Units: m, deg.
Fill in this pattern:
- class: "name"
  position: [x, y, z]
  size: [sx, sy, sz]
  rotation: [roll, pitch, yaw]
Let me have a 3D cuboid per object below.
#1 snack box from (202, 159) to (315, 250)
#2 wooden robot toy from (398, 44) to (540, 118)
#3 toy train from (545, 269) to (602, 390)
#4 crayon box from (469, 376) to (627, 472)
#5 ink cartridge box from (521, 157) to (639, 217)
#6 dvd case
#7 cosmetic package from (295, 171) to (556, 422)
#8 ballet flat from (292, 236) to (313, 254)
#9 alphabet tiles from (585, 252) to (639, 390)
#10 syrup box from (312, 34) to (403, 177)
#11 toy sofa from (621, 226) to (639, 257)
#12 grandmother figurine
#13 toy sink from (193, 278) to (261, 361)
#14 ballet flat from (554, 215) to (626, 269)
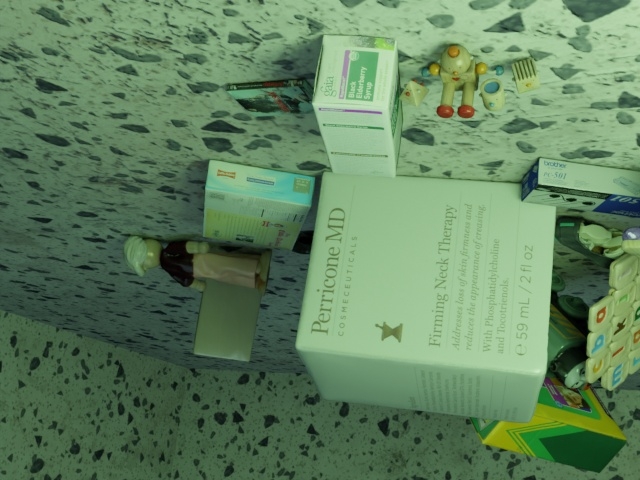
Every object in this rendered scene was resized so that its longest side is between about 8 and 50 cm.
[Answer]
- class: "snack box"
  position: [-0.123, -0.058, 1.725]
  size: [0.187, 0.060, 0.322]
  rotation: [9, 164, -6]
- class: "wooden robot toy"
  position: [0.172, -0.197, 1.104]
  size: [0.173, 0.076, 0.079]
  rotation: [1, 152, 18]
- class: "toy train"
  position: [0.461, 0.176, 1.885]
  size: [0.190, 0.334, 0.142]
  rotation: [-2, 128, -36]
- class: "crayon box"
  position: [0.409, 0.286, 1.900]
  size: [0.313, 0.363, 0.106]
  rotation: [18, 117, -26]
- class: "ink cartridge box"
  position: [0.426, -0.080, 1.433]
  size: [0.207, 0.046, 0.097]
  rotation: [8, 165, -2]
- class: "dvd case"
  position: [-0.060, -0.199, 1.292]
  size: [0.119, 0.013, 0.087]
  rotation: [-1, 162, 23]
- class: "cosmetic package"
  position: [0.192, 0.105, 1.607]
  size: [0.393, 0.330, 0.327]
  rotation: [4, 157, 11]
- class: "ballet flat"
  position: [0.000, 0.000, 1.927]
  size: [0.173, 0.049, 0.057]
  rotation: [-2, -155, 32]
- class: "alphabet tiles"
  position: [0.579, 0.139, 1.725]
  size: [0.278, 0.284, 0.021]
  rotation: [-27, -144, -33]
- class: "syrup box"
  position: [0.054, -0.168, 1.203]
  size: [0.096, 0.093, 0.237]
  rotation: [5, 164, 8]
- class: "toy sofa"
  position: [0.597, -0.018, 1.387]
  size: [0.177, 0.150, 0.362]
  rotation: [-1, 163, 40]
- class: "grandmother figurine"
  position: [-0.289, 0.053, 2.139]
  size: [0.342, 0.104, 0.208]
  rotation: [10, 137, -1]
- class: "toy sink"
  position: [-0.243, 0.181, 2.436]
  size: [0.152, 0.234, 0.131]
  rotation: [8, -166, -8]
- class: "ballet flat"
  position: [0.503, 0.004, 1.654]
  size: [0.203, 0.074, 0.074]
  rotation: [20, 160, -33]
